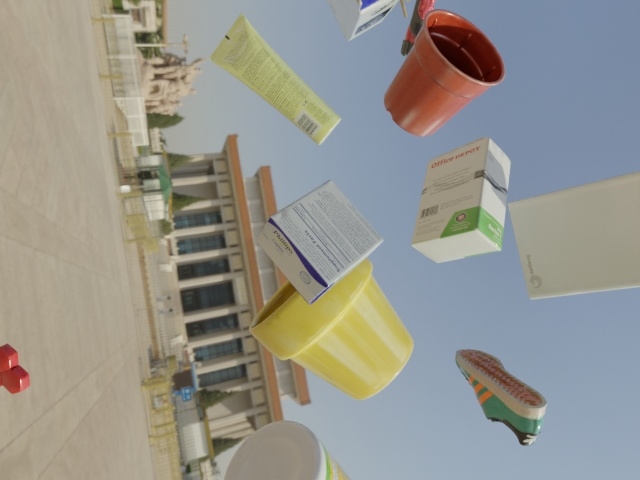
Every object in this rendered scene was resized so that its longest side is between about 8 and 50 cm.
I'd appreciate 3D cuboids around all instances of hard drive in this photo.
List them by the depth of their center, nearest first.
[{"bbox_3d":[0.610,-0.012,0.974,0.352,0.047,0.233,-14,-96,36],"label":"hard drive"}]

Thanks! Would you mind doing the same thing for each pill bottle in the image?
[{"bbox_3d":[-0.013,0.365,0.610,0.246,0.136,0.136,62,-7,-33],"label":"pill bottle"}]

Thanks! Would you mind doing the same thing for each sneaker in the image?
[{"bbox_3d":[0.419,0.373,1.112,0.302,0.107,0.121,-134,-134,-71],"label":"sneaker"}]

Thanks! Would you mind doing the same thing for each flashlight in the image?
[{"bbox_3d":[0.344,-0.742,1.452,0.103,0.103,0.304,-77,-179,-59],"label":"flashlight"}]

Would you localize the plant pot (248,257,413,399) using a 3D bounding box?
[{"bbox_3d":[0.036,0.158,0.859,0.239,0.254,0.254,46,-20,-5],"label":"plant pot"}]

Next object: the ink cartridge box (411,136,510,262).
[{"bbox_3d":[0.291,-0.080,0.936,0.160,0.092,0.220,-17,-132,51],"label":"ink cartridge box"}]

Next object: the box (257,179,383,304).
[{"bbox_3d":[0.000,0.000,0.671,0.126,0.137,0.072,49,-39,7],"label":"box"}]

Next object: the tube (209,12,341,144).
[{"bbox_3d":[-0.070,-0.266,0.776,0.240,0.070,0.062,40,-24,-7],"label":"tube"}]

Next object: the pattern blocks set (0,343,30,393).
[{"bbox_3d":[-0.634,0.142,0.751,0.325,0.285,0.026,61,20,-2],"label":"pattern blocks set"}]

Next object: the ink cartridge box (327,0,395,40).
[{"bbox_3d":[0.023,-0.316,0.485,0.166,0.065,0.333,60,11,-17],"label":"ink cartridge box"}]

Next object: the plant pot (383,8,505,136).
[{"bbox_3d":[0.335,-0.462,1.322,0.265,0.272,0.273,-47,-127,51],"label":"plant pot"}]

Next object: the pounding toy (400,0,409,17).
[{"bbox_3d":[0.245,-0.773,1.353,0.100,0.141,0.130,-32,-104,25],"label":"pounding toy"}]
